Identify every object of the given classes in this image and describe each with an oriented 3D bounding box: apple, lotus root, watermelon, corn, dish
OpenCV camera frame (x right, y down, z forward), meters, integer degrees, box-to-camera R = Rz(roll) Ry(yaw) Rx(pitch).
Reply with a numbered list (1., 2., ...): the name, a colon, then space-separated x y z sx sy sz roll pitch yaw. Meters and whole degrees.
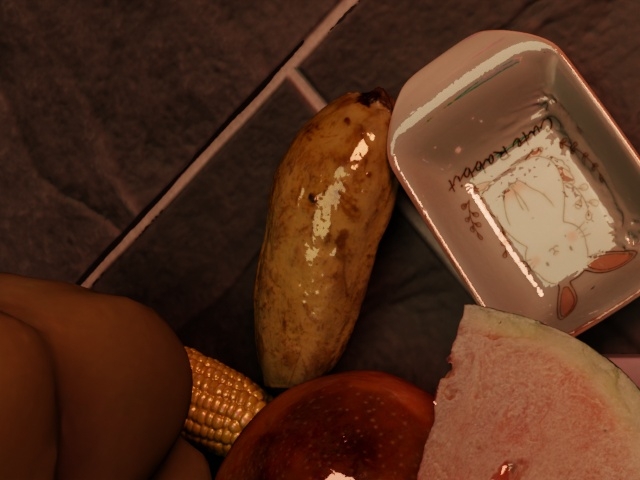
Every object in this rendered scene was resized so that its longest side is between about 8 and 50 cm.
1. apple: 0.018 0.205 0.847 0.229 0.230 0.230 0 89 25
2. lotus root: 0.000 0.000 0.917 0.097 0.110 0.259 14 97 -16
3. watermelon: 0.137 0.207 0.705 0.176 0.256 0.260 -19 113 -7
4. corn: -0.141 0.121 0.995 0.238 0.080 0.080 22 98 25
5. dish: 0.153 -0.043 0.860 0.154 0.064 0.234 -34 76 12

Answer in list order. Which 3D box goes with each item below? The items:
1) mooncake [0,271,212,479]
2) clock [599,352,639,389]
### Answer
1. mooncake: -0.272 0.241 0.800 0.262 0.467 0.467 6 92 23
2. clock: 0.230 0.200 0.786 0.186 0.083 0.253 -8 85 50
